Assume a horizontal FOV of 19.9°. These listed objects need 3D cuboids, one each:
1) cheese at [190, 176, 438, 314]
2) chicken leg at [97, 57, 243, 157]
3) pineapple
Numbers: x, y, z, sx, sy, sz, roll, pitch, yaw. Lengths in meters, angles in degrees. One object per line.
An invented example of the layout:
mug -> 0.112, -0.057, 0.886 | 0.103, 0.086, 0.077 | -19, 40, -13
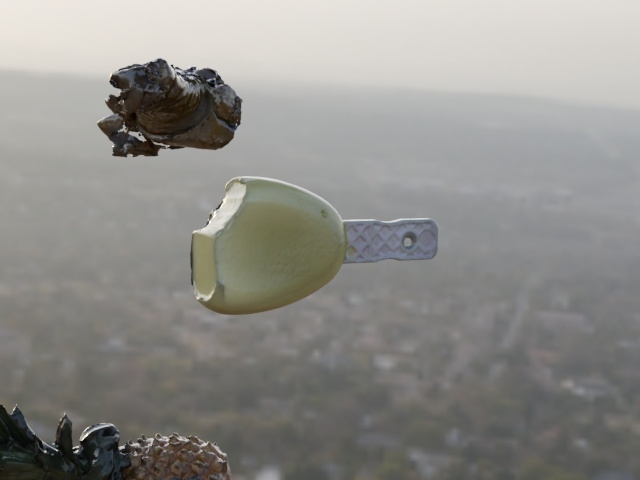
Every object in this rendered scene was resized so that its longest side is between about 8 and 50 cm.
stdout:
cheese -> 0.000, 0.000, 1.708 | 0.255, 0.127, 0.050 | -4, 6, -29
chicken leg -> -0.130, -0.118, 1.596 | 0.125, 0.080, 0.196 | -6, -3, -11
pineapple -> -0.228, 0.225, 1.776 | 0.277, 0.119, 0.130 | 12, -18, -19
